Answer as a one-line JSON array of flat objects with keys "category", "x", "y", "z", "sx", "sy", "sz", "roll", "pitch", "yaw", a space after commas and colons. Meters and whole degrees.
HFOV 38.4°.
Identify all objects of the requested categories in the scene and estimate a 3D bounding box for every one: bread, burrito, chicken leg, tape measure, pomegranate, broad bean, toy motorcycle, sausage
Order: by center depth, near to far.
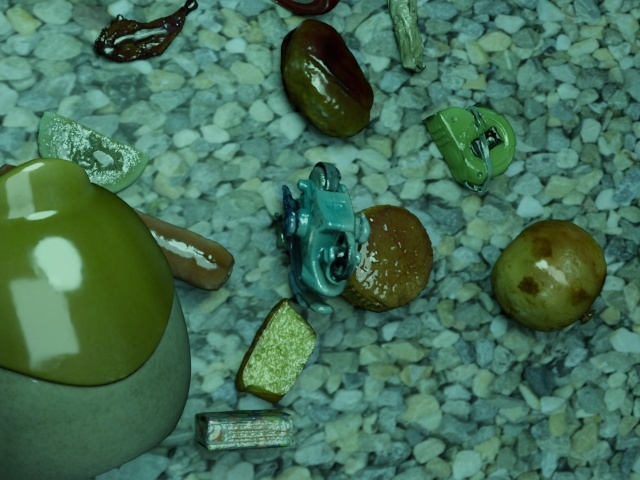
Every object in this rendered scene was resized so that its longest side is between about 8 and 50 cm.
[{"category": "sausage", "x": -0.345, "y": -0.019, "z": 1.541, "sx": 0.419, "sy": 0.094, "sz": 0.094, "roll": 22, "pitch": 96, "yaw": -14}, {"category": "bread", "x": -0.401, "y": -0.136, "z": 1.571, "sx": 0.193, "sy": 0.036, "sz": 0.112, "roll": 24, "pitch": 76, "yaw": -13}, {"category": "toy motorcycle", "x": 0.000, "y": 0.000, "z": 1.582, "sx": 0.154, "sy": 0.206, "sz": 0.260, "roll": 8, "pitch": 44, "yaw": -23}, {"category": "bread", "x": -0.073, "y": 0.195, "z": 1.618, "sx": 0.103, "sy": 0.065, "sz": 0.187, "roll": 34, "pitch": 71, "yaw": -5}, {"category": "chicken leg", "x": -0.304, "y": -0.374, "z": 1.638, "sx": 0.205, "sy": 0.053, "sz": 0.093, "roll": -17, "pitch": 73, "yaw": -24}, {"category": "bread", "x": 0.115, "y": 0.032, "z": 1.683, "sx": 0.199, "sy": 0.104, "sz": 0.199, "roll": 3, "pitch": 81, "yaw": -21}, {"category": "broad bean", "x": 0.010, "y": -0.294, "z": 1.692, "sx": 0.156, "sy": 0.122, "sz": 0.228, "roll": -36, "pitch": 101, "yaw": -46}, {"category": "pomegranate", "x": 0.436, "y": 0.073, "z": 1.728, "sx": 0.216, "sy": 0.215, "sz": 0.215, "roll": 3, "pitch": 80, "yaw": -18}, {"category": "tape measure", "x": 0.305, "y": -0.188, "z": 1.792, "sx": 0.154, "sy": 0.087, "sz": 0.177, "roll": -27, "pitch": 93, "yaw": -21}, {"category": "burrito", "x": 0.170, "y": -0.438, "z": 1.804, "sx": 0.063, "sy": 0.058, "sz": 0.229, "roll": -8, "pitch": 82, "yaw": -15}]

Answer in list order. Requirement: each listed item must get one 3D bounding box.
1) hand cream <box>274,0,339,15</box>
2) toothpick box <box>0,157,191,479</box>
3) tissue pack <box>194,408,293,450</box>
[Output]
[{"category": "hand cream", "x": -0.032, "y": -0.528, "z": 1.661, "sx": 0.230, "sy": 0.230, "sz": 0.149, "roll": 33, "pitch": 75, "yaw": -11}, {"category": "toothpick box", "x": -0.409, "y": 0.115, "z": 1.321, "sx": 0.409, "sy": 0.409, "sz": 0.425, "roll": -18, "pitch": 95, "yaw": -20}, {"category": "tissue pack", "x": -0.130, "y": 0.319, "z": 1.551, "sx": 0.148, "sy": 0.109, "sz": 0.060, "roll": 1, "pitch": 84, "yaw": -20}]
